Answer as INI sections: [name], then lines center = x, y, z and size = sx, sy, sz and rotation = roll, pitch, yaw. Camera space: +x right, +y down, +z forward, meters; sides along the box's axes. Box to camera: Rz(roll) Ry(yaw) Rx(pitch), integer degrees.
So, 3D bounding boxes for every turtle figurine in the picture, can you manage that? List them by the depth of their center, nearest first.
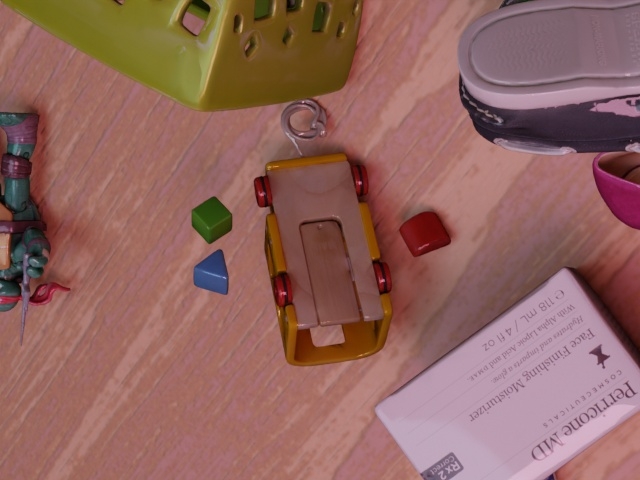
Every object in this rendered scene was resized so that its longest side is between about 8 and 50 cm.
[turtle figurine]
center = -0.336, -0.013, 1.575
size = 0.175, 0.118, 0.234
rotation = 0, 90, 20

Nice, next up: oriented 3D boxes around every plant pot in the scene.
[plant pot]
center = -0.089, -0.250, 1.263
size = 0.227, 0.228, 0.207
rotation = 29, 113, 24

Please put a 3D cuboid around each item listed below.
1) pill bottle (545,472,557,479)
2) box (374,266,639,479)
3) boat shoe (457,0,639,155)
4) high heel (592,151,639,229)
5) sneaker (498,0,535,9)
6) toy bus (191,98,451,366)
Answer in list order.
[pill bottle]
center = 0.166, 0.196, 1.327
size = 0.067, 0.067, 0.120
rotation = -12, 99, 37
[box]
center = 0.158, 0.119, 1.199
size = 0.181, 0.182, 0.119
rotation = -38, 82, 8
[boat shoe]
center = 0.248, -0.117, 1.068
size = 0.302, 0.114, 0.091
rotation = 2, 151, 13
[high heel]
center = 0.315, -0.048, 1.071
size = 0.244, 0.117, 0.082
rotation = -4, 66, 35
[sneaker]
center = 0.248, -0.233, 1.113
size = 0.343, 0.134, 0.146
rotation = -40, 45, 43
[toy bus]
center = -0.003, 0.011, 1.355
size = 0.191, 0.202, 0.104
rotation = 33, 152, 14
